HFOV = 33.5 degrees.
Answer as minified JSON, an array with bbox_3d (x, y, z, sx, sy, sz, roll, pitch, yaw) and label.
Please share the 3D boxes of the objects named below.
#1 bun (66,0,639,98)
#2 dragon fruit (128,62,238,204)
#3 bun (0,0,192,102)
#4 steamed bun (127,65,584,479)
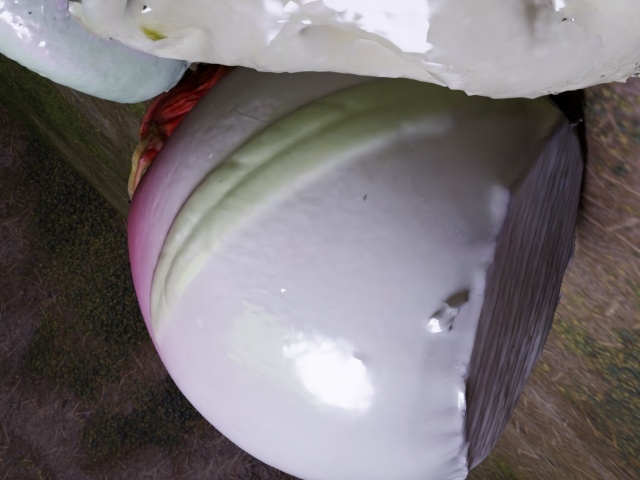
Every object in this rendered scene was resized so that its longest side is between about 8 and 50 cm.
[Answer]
[{"bbox_3d":[-0.007,-0.184,0.357,0.362,0.234,0.326,37,161,4],"label":"bun"},{"bbox_3d":[-0.037,-0.090,0.867,0.218,0.223,0.148,48,137,20],"label":"dragon fruit"},{"bbox_3d":[-0.202,-0.255,0.828,0.293,0.187,0.293,35,-165,-10],"label":"bun"},{"bbox_3d":[0.000,0.000,0.689,0.309,0.309,0.309,42,167,12],"label":"steamed bun"}]
